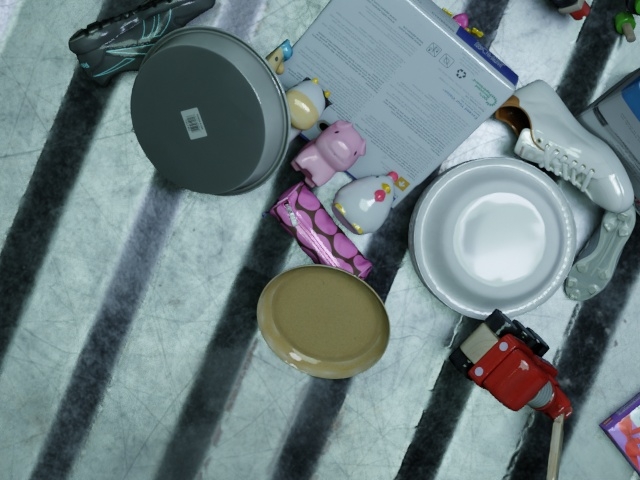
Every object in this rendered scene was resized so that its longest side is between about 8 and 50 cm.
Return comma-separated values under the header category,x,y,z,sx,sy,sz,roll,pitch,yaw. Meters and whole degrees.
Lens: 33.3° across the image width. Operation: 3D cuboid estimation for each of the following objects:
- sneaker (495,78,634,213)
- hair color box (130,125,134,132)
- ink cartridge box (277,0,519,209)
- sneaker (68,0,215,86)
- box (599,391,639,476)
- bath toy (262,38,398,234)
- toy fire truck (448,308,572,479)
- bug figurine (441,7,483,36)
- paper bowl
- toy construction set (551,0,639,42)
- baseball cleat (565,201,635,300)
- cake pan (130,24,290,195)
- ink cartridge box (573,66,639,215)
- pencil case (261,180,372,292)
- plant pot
category,x,y,z,sx,sy,sz,roll,pitch,yaw
sneaker,0.404,-0.141,1.821,0.123,0.106,0.290,-26,61,-20
hair color box,-0.235,-0.197,1.872,0.167,0.053,0.093,24,91,-3
ink cartridge box,0.107,-0.263,1.816,0.324,0.071,0.330,39,127,-8
sneaker,-0.299,-0.360,1.860,0.267,0.101,0.106,-24,114,-2
box,0.669,0.383,1.906,0.201,0.057,0.293,-38,92,-1
bath toy,0.009,-0.166,1.802,0.129,0.151,0.348,-42,104,-9
toy fire truck,0.344,0.267,1.778,0.158,0.217,0.246,-47,55,10
bug figurine,0.149,-0.344,1.868,0.279,0.072,0.216,37,95,-6
paper bowl,0.299,-0.003,1.845,0.284,0.148,0.284,0,92,-2
toy construction set,0.454,-0.540,1.822,0.308,0.257,0.237,15,46,-17
baseball cleat,0.503,0.014,1.888,0.072,0.109,0.206,32,121,9
cake pan,-0.191,-0.202,1.753,0.293,0.054,0.293,10,117,21
ink cartridge box,0.593,-0.156,1.722,0.166,0.395,0.285,-39,90,-3
pencil case,0.000,0.000,1.861,0.095,0.098,0.209,-42,93,0
plant pot,0.008,0.135,1.849,0.236,0.032,0.236,7,122,11
